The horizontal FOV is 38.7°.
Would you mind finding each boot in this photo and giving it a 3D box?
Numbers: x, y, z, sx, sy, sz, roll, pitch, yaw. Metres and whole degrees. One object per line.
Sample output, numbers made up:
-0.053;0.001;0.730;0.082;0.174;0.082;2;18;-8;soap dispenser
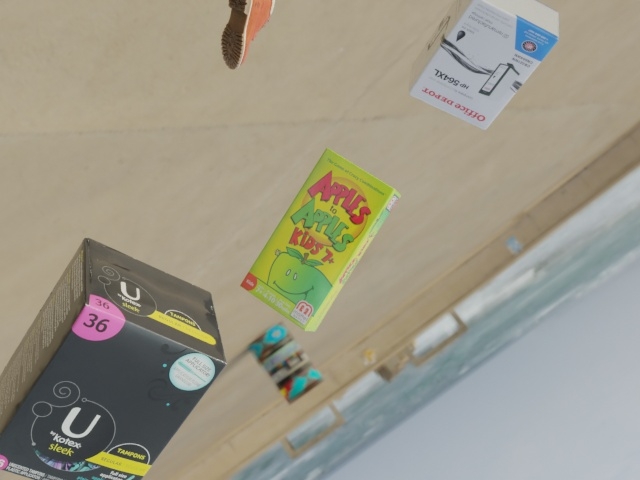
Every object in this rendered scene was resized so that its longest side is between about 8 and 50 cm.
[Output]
-0.125;-0.379;1.622;0.084;0.059;0.158;-14;131;-45;boot

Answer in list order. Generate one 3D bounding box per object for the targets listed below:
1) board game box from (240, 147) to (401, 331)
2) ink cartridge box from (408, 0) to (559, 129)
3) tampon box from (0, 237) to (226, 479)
0.000;0.000;1.010;0.181;0.092;0.043;-58;163;3;board game box
0.248;-0.288;1.406;0.086;0.148;0.203;-79;-164;-44;ink cartridge box
-0.170;0.105;0.720;0.120;0.101;0.161;26;110;-26;tampon box
